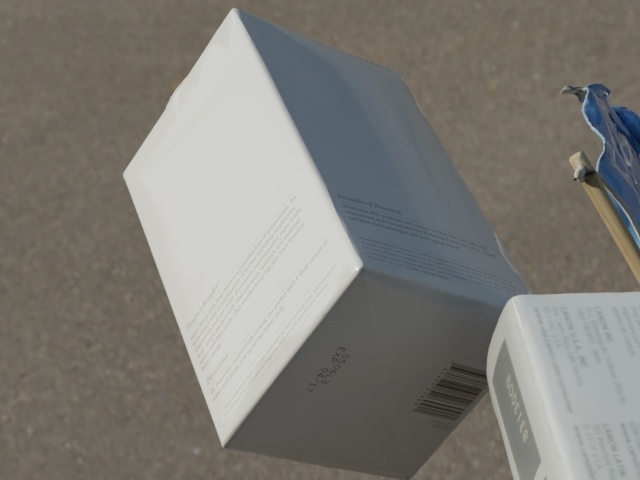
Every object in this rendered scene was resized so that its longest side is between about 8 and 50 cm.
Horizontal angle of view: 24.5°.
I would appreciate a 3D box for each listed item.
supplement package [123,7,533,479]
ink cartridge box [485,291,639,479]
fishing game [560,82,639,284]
[{"bbox_3d":[0.000,0.000,1.083,0.177,0.175,0.293,-53,41,27],"label":"supplement package"},{"bbox_3d":[0.315,0.163,0.852,0.385,0.091,0.308,0,43,-11],"label":"ink cartridge box"},{"bbox_3d":[0.173,0.003,0.758,0.041,0.189,0.264,-29,-1,20],"label":"fishing game"}]
